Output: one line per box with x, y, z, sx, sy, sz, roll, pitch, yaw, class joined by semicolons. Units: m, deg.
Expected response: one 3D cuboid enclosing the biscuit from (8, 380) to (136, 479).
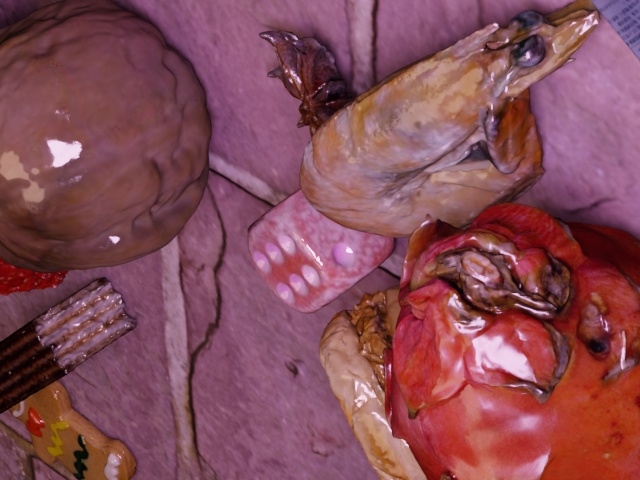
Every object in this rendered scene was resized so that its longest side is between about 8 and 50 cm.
-0.317;0.230;2.183;0.240;0.035;0.158;38;142;20;biscuit

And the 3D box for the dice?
0.000;0.000;1.538;0.094;0.091;0.093;52;147;-1;dice

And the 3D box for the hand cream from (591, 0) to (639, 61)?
0.179;-0.193;1.183;0.256;0.055;0.088;50;136;-1;hand cream

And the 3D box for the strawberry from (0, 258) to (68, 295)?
-0.316;-0.026;1.840;0.201;0.187;0.184;54;-161;-58;strawberry

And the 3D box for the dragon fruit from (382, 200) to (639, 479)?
0.169;0.106;1.308;0.250;0.315;0.250;-22;62;49;dragon fruit

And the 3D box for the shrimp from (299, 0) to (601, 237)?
0.110;-0.080;1.339;0.168;0.077;0.317;21;146;-31;shrimp

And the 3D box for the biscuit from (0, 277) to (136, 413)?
-0.299;0.117;1.991;0.070;0.106;0.252;56;145;-2;biscuit

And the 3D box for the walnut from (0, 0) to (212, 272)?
-0.223;-0.087;1.606;0.248;0.248;0.248;31;141;29;walnut

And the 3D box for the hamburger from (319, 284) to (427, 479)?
0.076;0.141;1.495;0.214;0.108;0.213;-21;-90;-88;hamburger

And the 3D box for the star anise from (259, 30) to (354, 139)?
-0.001;-0.113;1.463;0.141;0.042;0.141;56;164;26;star anise
